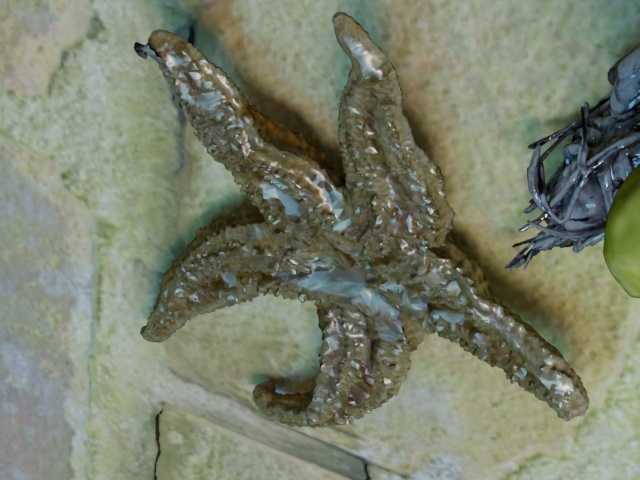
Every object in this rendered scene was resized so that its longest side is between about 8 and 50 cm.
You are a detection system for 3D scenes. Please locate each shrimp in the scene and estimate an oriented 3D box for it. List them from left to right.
[{"bbox_3d":[0.134,-0.033,0.830,0.065,0.056,0.165,31,125,-18],"label":"shrimp"}]

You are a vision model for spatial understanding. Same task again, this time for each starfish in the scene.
[{"bbox_3d":[0.002,-0.003,0.921,0.299,0.060,0.302,11,134,31],"label":"starfish"}]

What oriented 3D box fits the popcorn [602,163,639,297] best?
[{"bbox_3d":[0.251,-0.005,0.675,0.242,0.235,0.250,-40,122,19],"label":"popcorn"}]
